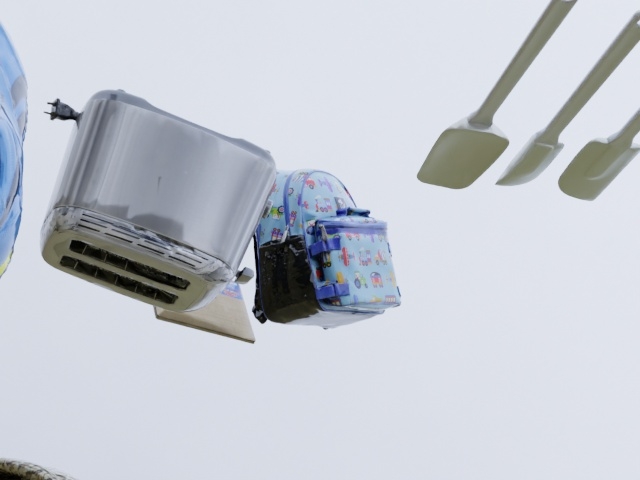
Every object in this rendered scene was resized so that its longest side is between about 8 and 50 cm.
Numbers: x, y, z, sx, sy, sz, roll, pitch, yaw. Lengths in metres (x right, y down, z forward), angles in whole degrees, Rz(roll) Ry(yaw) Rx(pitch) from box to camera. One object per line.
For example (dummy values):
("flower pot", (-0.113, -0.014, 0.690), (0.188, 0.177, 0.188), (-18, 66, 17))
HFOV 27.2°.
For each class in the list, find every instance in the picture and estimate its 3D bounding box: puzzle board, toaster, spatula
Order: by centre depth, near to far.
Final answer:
("spatula", (0.186, -0.099, 0.985), (0.168, 0.019, 0.242), (9, -32, -15))
("toaster", (-0.158, -0.034, 1.197), (0.227, 0.146, 0.129), (22, -29, -15))
("puzzle board", (-0.137, 0.068, 1.484), (0.128, 0.096, 0.011), (18, -56, -33))

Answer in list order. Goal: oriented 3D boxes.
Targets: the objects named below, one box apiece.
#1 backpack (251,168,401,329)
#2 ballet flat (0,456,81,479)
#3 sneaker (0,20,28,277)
("backpack", (0.000, 0.000, 1.404), (0.117, 0.173, 0.158), (-17, -15, 31))
("ballet flat", (-0.143, 0.265, 0.730), (0.182, 0.164, 0.483), (42, 1, -28))
("sneaker", (-0.203, -0.075, 0.762), (0.069, 0.209, 0.082), (0, -34, -14))
